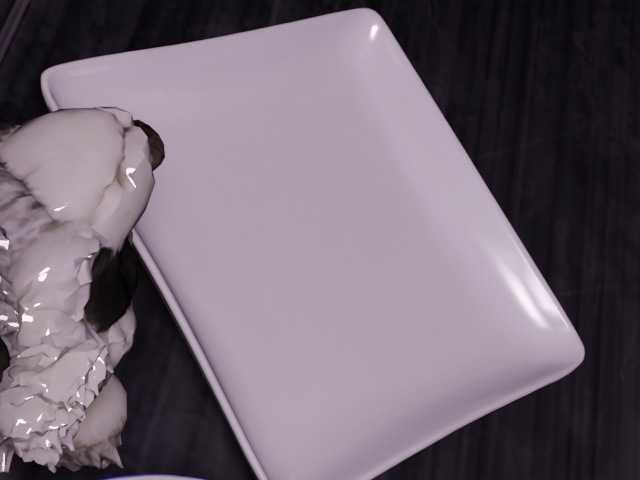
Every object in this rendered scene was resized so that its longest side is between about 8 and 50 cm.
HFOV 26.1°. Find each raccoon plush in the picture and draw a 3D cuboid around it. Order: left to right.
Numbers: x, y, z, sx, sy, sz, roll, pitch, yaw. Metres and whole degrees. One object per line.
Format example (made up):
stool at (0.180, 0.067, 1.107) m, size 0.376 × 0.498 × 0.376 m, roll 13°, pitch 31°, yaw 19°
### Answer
raccoon plush at (-0.273, 0.041, 0.540) m, size 0.447 × 0.299 × 0.216 m, roll -15°, pitch 71°, yaw -4°

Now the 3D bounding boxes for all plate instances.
plate at (0.000, 0.000, 0.816) m, size 0.277 × 0.045 × 0.278 m, roll -19°, pitch 74°, yaw -44°

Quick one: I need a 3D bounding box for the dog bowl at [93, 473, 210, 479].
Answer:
dog bowl at (-0.071, 0.234, 0.560) m, size 0.265 × 0.104 × 0.264 m, roll 20°, pitch 51°, yaw -26°
